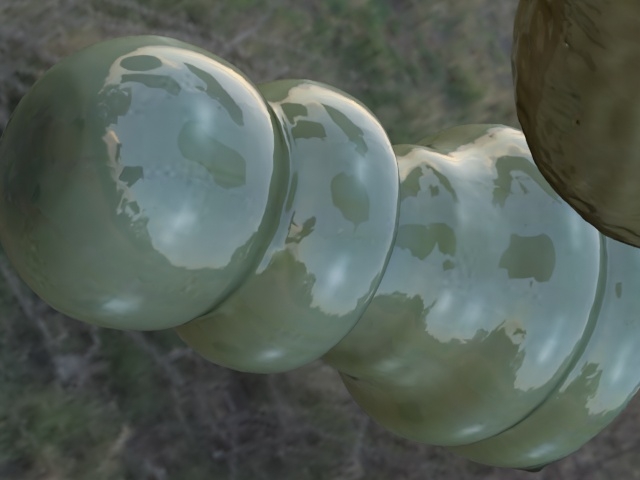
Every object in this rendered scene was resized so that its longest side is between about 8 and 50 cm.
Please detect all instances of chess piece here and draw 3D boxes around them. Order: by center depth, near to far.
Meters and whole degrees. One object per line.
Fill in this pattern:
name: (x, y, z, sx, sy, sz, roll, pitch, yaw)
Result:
chess piece: (0.000, 0.000, 0.779, 0.330, 0.182, 0.182, 17, 49, -39)

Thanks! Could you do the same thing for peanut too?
peanut: (0.127, -0.092, 0.560, 0.274, 0.125, 0.111, 79, 6, -54)
